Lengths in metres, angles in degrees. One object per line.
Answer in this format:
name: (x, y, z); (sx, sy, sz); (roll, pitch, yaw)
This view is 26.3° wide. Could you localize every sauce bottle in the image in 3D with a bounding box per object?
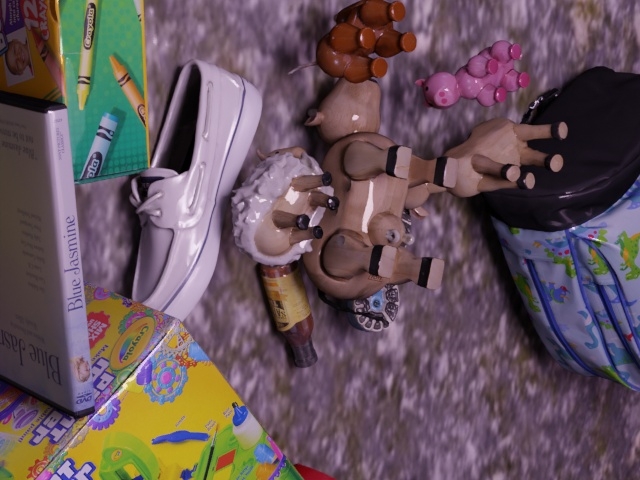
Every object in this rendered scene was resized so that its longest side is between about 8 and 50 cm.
sauce bottle: (-0.030, 0.074, 1.425); (0.042, 0.042, 0.128); (-32, 119, -32)

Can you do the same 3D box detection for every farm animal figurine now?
farm animal figurine: (0.067, -0.077, 1.375); (0.330, 0.172, 0.327); (33, 72, -38)

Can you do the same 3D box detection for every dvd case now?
dvd case: (-0.250, 0.004, 1.112); (0.022, 0.180, 0.253); (-17, 112, -40)

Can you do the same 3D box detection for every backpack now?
backpack: (0.361, 0.019, 1.649); (0.290, 0.273, 0.355); (-42, 138, -34)

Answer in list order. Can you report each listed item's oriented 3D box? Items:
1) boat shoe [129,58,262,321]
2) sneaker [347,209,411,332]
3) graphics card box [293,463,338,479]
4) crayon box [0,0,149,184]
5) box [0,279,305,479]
boat shoe: (-0.137, -0.044, 1.275); (0.084, 0.095, 0.258); (26, 73, -39)
sneaker: (0.051, 0.022, 1.479); (0.063, 0.073, 0.162); (16, 73, -16)
graphics card box: (-0.009, 0.455, 1.510); (0.233, 0.094, 0.371); (-44, 125, -26)
crayon box: (-0.219, -0.197, 1.098); (0.081, 0.165, 0.278); (-13, 109, -39)
box: (-0.198, 0.241, 1.225); (0.290, 0.177, 0.279); (-48, 128, -21)
